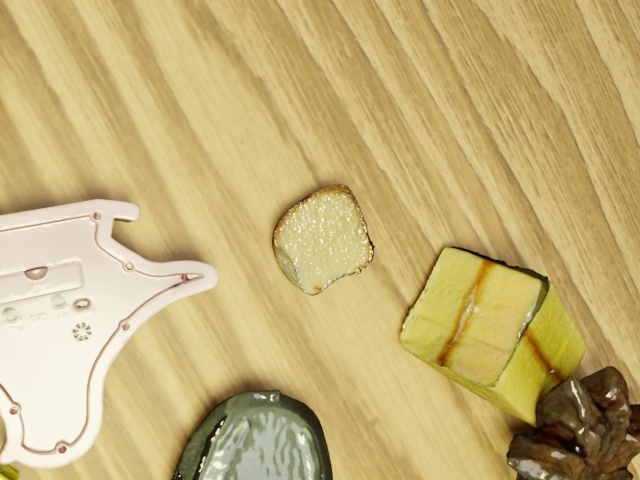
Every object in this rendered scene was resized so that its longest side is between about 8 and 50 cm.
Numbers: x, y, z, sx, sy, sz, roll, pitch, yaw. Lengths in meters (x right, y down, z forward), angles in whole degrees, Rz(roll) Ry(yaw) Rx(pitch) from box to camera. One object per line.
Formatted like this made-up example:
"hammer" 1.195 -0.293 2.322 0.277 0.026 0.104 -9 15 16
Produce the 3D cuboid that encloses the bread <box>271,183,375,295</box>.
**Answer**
"bread" 0.000 0.000 0.932 0.129 0.044 0.126 -31 106 -22

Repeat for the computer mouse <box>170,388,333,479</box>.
"computer mouse" -0.091 0.364 0.843 0.203 0.114 0.374 14 75 -17

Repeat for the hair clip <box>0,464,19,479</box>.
"hair clip" -0.394 0.316 0.764 0.072 0.046 0.173 42 76 -10

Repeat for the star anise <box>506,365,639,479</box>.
"star anise" 0.343 0.310 0.985 0.315 0.108 0.315 -17 119 -35

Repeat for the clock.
"clock" -0.257 0.089 0.809 0.290 0.080 0.276 -15 94 -20

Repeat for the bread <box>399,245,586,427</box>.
"bread" 0.251 0.149 1.022 0.168 0.163 0.264 -59 139 -12
